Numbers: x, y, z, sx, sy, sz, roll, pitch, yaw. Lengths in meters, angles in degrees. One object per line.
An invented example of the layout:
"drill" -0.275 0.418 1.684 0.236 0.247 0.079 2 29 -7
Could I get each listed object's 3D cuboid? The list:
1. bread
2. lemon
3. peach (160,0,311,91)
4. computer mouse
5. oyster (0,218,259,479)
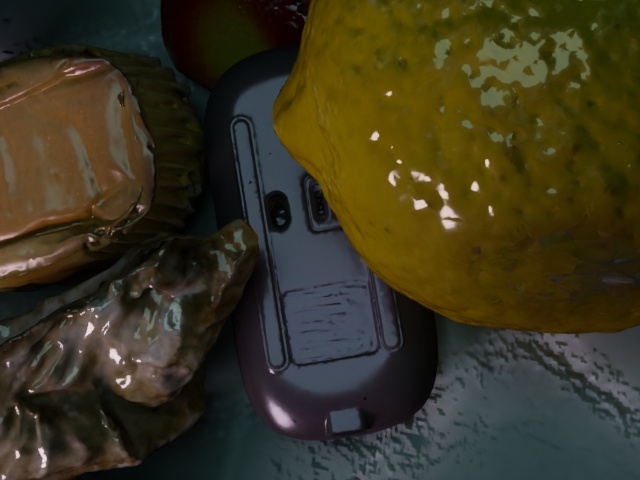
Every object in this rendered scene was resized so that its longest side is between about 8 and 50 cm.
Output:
"bread" -0.165 -0.041 1.002 0.190 0.114 0.132 -17 83 21
"lemon" 0.130 -0.076 0.851 0.310 0.253 0.253 0 77 0
"peach" 0.010 -0.203 1.010 0.189 0.068 0.279 37 89 19
"computer mouse" 0.000 0.000 0.967 0.120 0.057 0.232 -11 80 3
"oyster" -0.168 0.095 0.954 0.341 0.166 0.110 -29 105 8
